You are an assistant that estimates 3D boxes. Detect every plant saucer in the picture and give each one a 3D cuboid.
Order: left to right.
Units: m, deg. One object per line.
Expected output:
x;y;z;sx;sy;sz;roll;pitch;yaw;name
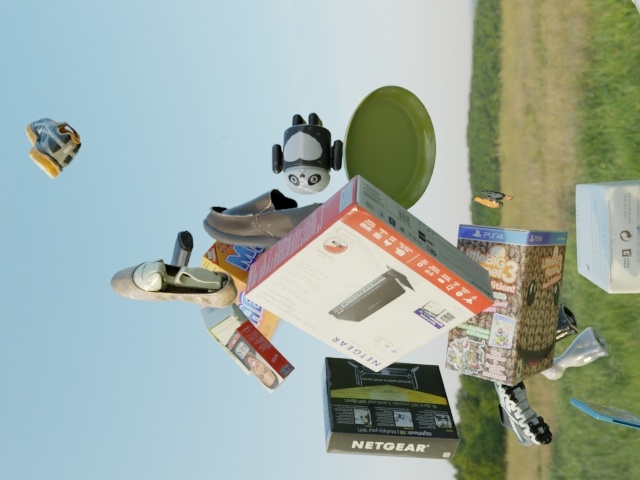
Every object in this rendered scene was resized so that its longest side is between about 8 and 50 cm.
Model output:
0.125;-0.168;1.170;0.241;0.037;0.241;-6;-80;-38;plant saucer

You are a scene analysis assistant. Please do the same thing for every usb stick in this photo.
-0.415;0.077;1.820;0.278;0.045;0.077;-62;40;47;usb stick

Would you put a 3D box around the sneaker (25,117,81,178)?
-0.493;-0.187;1.165;0.084;0.083;0.215;50;179;-39;sneaker

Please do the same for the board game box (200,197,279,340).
-0.241;0.132;2.475;0.356;0.356;0.356;-53;-8;-37;board game box

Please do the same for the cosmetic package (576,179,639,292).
1.031;-0.027;1.980;0.394;0.327;0.329;-30;-64;-78;cosmetic package

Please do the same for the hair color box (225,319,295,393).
-0.126;0.240;1.282;0.043;0.141;0.072;-37;-14;-45;hair color box

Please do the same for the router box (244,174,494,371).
0.087;0.079;1.122;0.335;0.301;0.082;33;-142;-24;router box

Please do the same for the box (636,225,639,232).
0.895;0.066;1.570;0.232;0.058;0.322;61;-156;6;box

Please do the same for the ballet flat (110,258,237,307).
-0.361;0.094;1.530;0.106;0.316;0.107;103;171;-55;ballet flat

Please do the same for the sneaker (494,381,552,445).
0.492;0.426;1.597;0.234;0.078;0.106;63;145;20;sneaker

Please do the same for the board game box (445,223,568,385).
0.379;0.117;1.252;0.232;0.141;0.291;-1;-83;-51;board game box

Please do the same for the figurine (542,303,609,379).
0.647;0.297;1.709;0.215;0.209;0.092;34;-147;-21;figurine

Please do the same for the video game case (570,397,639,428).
0.737;0.440;1.566;0.119;0.166;0.015;-153;78;-80;video game case

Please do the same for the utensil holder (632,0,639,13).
0.723;-0.450;1.067;0.385;0.328;0.327;-77;-20;-44;utensil holder

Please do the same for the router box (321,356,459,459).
0.162;0.409;1.531;0.243;0.309;0.081;-94;11;-56;router box

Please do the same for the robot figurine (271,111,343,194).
-0.046;-0.295;2.131;0.174;0.209;0.278;8;-101;-35;robot figurine

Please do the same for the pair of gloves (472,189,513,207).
0.408;-0.098;1.472;0.083;0.074;0.010;115;170;-73;pair of gloves

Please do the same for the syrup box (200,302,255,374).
-0.238;0.274;1.792;0.237;0.093;0.096;57;179;-39;syrup box

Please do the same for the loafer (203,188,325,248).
-0.101;-0.047;1.342;0.134;0.366;0.130;-1;-82;-57;loafer
